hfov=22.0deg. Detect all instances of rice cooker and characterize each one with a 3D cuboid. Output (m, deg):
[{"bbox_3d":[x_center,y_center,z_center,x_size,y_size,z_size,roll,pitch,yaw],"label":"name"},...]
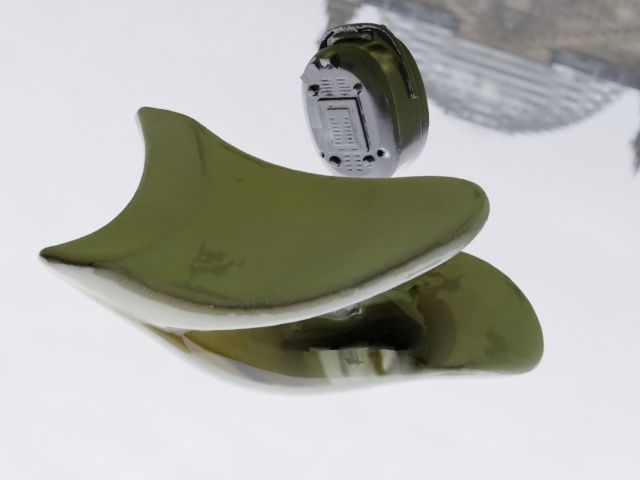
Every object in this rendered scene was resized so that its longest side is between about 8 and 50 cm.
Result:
[{"bbox_3d":[0.044,-0.136,1.670,0.112,0.165,0.106,-1,-152,35],"label":"rice cooker"}]

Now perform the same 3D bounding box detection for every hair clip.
[{"bbox_3d":[-0.004,0.014,1.005,0.282,0.113,0.172,5,-142,16],"label":"hair clip"}]
